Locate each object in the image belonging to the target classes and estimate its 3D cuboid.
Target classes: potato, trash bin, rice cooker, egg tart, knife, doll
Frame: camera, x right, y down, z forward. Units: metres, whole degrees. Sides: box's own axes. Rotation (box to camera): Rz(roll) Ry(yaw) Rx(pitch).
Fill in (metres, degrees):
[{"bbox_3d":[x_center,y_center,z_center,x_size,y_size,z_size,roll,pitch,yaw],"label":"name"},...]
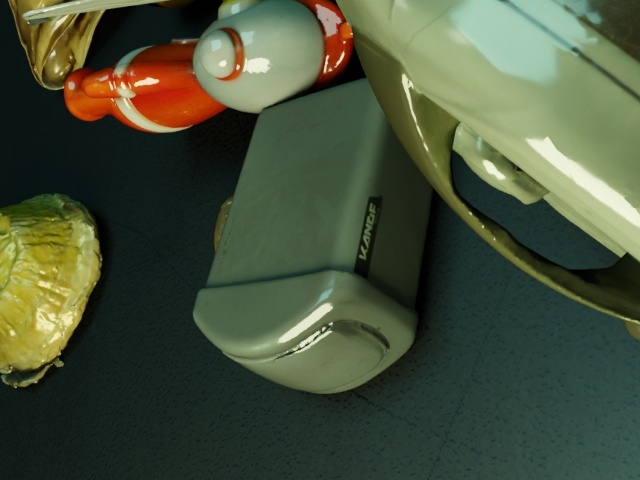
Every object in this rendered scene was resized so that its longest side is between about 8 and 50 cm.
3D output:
[{"bbox_3d":[-0.075,-0.002,0.956,0.046,0.045,0.092,-13,53,-1],"label":"potato"},{"bbox_3d":[0.000,0.000,0.836,0.176,0.101,0.236,-10,58,45],"label":"trash bin"},{"bbox_3d":[0.190,-0.121,0.522,0.325,0.335,0.335,-51,40,9],"label":"rice cooker"},{"bbox_3d":[-0.340,0.040,1.182,0.232,0.098,0.252,-45,45,23],"label":"egg tart"},{"bbox_3d":[-0.094,-0.217,0.920,0.081,0.336,0.043,-5,103,50],"label":"knife"},{"bbox_3d":[-0.089,-0.161,0.961,0.336,0.199,0.105,-5,92,41],"label":"doll"}]

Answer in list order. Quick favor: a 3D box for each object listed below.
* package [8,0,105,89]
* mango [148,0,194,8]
[{"bbox_3d":[-0.346,-0.384,1.419,0.165,0.221,0.311,-16,42,-9],"label":"package"},{"bbox_3d":[-0.127,-0.377,1.184,0.262,0.109,0.157,-58,35,1],"label":"mango"}]
